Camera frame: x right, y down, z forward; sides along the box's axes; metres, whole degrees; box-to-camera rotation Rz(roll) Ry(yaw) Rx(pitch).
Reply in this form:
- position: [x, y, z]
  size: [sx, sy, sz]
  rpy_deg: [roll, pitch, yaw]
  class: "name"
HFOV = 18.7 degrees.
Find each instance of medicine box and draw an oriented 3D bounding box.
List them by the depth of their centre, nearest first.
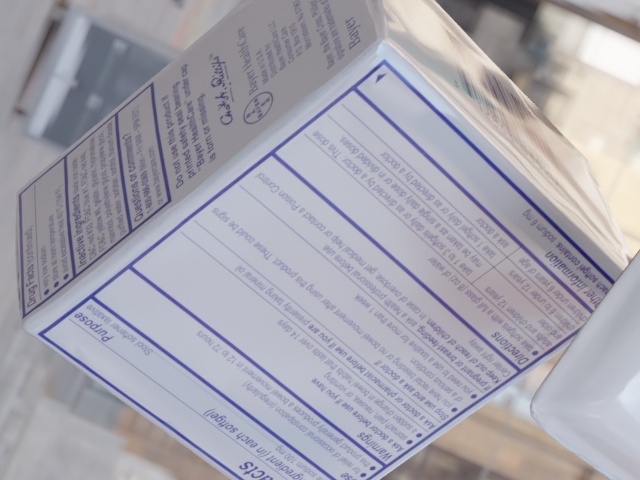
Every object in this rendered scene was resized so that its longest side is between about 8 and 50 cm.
- position: [0.000, 0.000, 1.219]
  size: [0.289, 0.263, 0.149]
  rpy_deg: [-37, -145, 18]
  class: "medicine box"

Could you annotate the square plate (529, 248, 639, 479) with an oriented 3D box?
- position: [0.329, 0.046, 1.119]
  size: [0.347, 0.344, 0.049]
  rpy_deg: [-53, -145, -2]
  class: "square plate"
